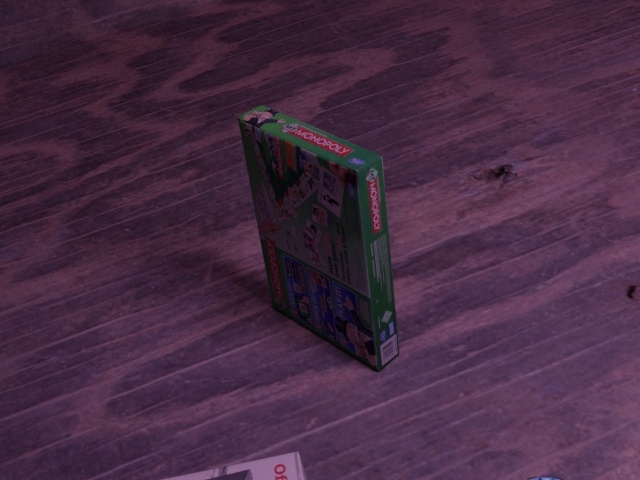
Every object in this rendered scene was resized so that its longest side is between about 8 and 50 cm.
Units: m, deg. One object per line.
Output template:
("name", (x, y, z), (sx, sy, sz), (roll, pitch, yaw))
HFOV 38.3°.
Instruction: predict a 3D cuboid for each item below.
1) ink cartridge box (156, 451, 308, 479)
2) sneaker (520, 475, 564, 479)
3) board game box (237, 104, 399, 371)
("ink cartridge box", (-0.110, 0.331, 0.985), (0.218, 0.092, 0.158), (-10, 38, -3))
("sneaker", (0.190, 0.313, 0.971), (0.191, 0.071, 0.083), (-20, 45, 0))
("board game box", (0.000, 0.000, 1.195), (0.046, 0.317, 0.213), (-34, 44, -30))
